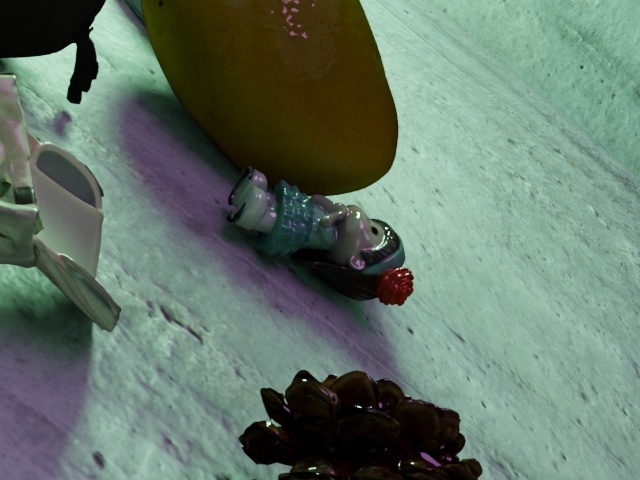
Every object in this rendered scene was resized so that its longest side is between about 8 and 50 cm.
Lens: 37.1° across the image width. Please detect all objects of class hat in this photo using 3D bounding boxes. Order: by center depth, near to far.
[{"bbox_3d":[-0.276,-0.015,0.845,0.164,0.226,0.219,-13,40,-9],"label":"hat"},{"bbox_3d":[-0.369,-0.265,1.077,0.238,0.209,0.336,27,41,17],"label":"hat"}]

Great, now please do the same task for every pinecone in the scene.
[{"bbox_3d":[0.028,0.224,0.794,0.221,0.221,0.221,32,28,-20],"label":"pinecone"}]

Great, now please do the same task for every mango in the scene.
[{"bbox_3d":[-0.061,-0.256,1.305,0.300,0.232,0.446,-36,96,-27],"label":"mango"}]

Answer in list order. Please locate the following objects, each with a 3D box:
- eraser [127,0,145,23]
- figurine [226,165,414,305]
[{"bbox_3d":[-0.190,-0.368,1.514,0.174,0.081,0.227,51,29,14],"label":"eraser"},{"bbox_3d":[0.000,0.000,1.201,0.245,0.110,0.138,24,33,-22],"label":"figurine"}]
